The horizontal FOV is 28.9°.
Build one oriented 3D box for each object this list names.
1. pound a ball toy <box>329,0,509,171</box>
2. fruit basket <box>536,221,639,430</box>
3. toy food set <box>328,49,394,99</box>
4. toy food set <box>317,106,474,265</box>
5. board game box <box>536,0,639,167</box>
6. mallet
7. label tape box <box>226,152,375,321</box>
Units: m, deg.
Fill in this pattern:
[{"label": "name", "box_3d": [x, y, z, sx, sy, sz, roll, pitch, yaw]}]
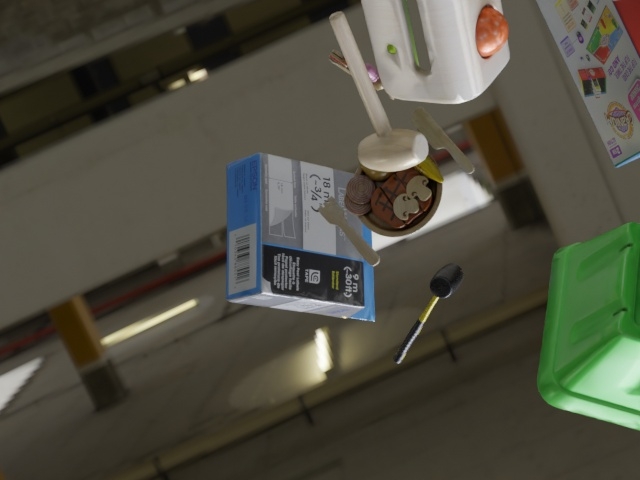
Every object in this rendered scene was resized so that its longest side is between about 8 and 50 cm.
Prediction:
[{"label": "pound a ball toy", "box_3d": [0.110, -0.250, 1.297, 0.136, 0.319, 0.208, 8, -141, 33]}, {"label": "fruit basket", "box_3d": [0.470, 0.147, 1.697, 0.392, 0.392, 0.283, -17, -132, 42]}, {"label": "toy food set", "box_3d": [0.061, -0.254, 1.849, 0.019, 0.122, 0.078, -55, 163, -1]}, {"label": "toy food set", "box_3d": [0.091, -0.069, 1.581, 0.192, 0.132, 0.038, -46, 159, 12]}, {"label": "board game box", "box_3d": [0.400, -0.273, 1.696, 0.064, 0.316, 0.242, -24, 177, -8]}, {"label": "mallet", "box_3d": [0.162, 0.111, 1.900, 0.062, 0.039, 0.189, -42, 163, -50]}, {"label": "label tape box", "box_3d": [0.000, 0.000, 2.131, 0.334, 0.240, 0.106, 10, 162, -39]}]
